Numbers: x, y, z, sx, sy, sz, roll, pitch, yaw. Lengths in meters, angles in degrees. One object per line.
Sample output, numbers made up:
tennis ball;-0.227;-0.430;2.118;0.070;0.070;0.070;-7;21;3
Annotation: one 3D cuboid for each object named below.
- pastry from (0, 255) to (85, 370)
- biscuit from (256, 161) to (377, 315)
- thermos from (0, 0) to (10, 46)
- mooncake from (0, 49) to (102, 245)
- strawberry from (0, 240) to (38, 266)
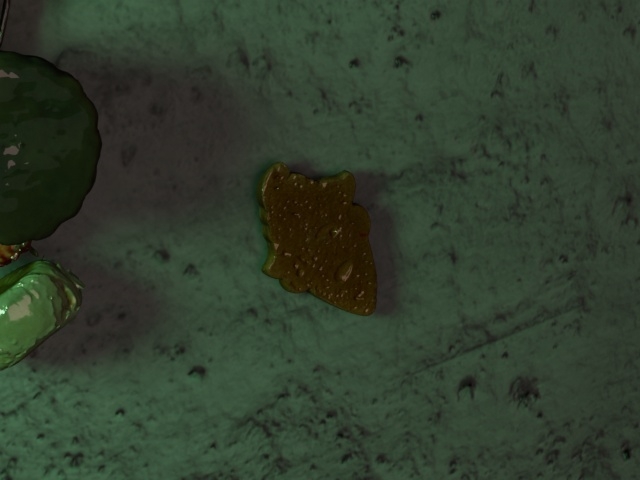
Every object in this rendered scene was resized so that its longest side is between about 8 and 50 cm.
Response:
pastry;-0.368;0.089;2.008;0.166;0.166;0.088;-43;104;-15
biscuit;0.000;0.000;2.263;0.183;0.043;0.280;-43;124;-10
thermos;-0.422;-0.283;1.915;0.124;0.099;0.232;13;94;-33
mooncake;-0.373;-0.110;1.879;0.228;0.124;0.228;-9;109;-28
strawberry;-0.445;-0.046;1.975;0.208;0.087;0.167;1;92;-21
